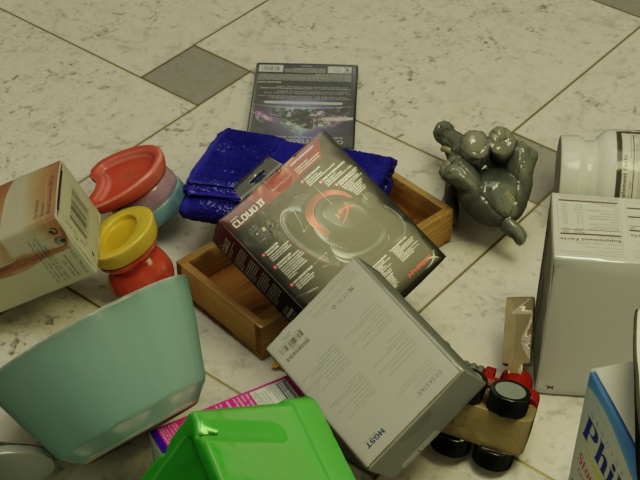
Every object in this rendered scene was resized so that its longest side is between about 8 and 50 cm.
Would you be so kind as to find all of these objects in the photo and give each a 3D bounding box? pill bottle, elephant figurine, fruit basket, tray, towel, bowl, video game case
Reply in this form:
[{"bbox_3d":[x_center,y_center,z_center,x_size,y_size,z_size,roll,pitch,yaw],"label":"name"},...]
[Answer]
[{"bbox_3d":[0.529,-0.100,2.273,0.278,0.162,0.162,4,40,6],"label":"pill bottle"},{"bbox_3d":[0.261,-0.102,2.296,0.169,0.239,0.186,26,82,-9],"label":"elephant figurine"},{"bbox_3d":[-0.049,0.397,1.597,0.392,0.392,0.283,-14,43,-16],"label":"fruit basket"},{"bbox_3d":[-0.004,0.017,2.202,0.411,0.076,0.202,-30,48,-32],"label":"tray"},{"bbox_3d":[-0.049,-0.095,2.220,0.308,0.076,0.228,11,42,13],"label":"towel"},{"bbox_3d":[-0.280,0.191,1.861,0.311,0.311,0.163,-26,84,-27],"label":"bowl"},{"bbox_3d":[-0.032,-0.242,2.547,0.196,0.026,0.274,2,41,2],"label":"video game case"}]

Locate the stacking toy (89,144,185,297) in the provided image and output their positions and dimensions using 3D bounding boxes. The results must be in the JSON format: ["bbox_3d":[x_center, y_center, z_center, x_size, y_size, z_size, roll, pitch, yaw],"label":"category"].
[{"bbox_3d":[-0.347,0.001,2.235,0.279,0.130,0.309,-20,34,18],"label":"stacking toy"}]

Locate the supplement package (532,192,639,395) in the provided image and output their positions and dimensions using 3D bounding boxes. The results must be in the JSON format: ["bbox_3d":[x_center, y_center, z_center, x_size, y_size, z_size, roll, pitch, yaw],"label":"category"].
[{"bbox_3d":[0.417,0.084,1.974,0.204,0.262,0.145,4,40,4],"label":"supplement package"}]

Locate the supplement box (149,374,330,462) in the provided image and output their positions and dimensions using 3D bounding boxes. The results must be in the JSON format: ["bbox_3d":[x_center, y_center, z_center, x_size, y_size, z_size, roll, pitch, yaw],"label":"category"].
[{"bbox_3d":[-0.105,0.286,1.852,0.220,0.111,0.114,-19,44,-22],"label":"supplement box"}]

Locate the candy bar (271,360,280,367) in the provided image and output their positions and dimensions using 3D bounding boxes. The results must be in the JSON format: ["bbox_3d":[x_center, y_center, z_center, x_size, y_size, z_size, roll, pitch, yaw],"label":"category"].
[{"bbox_3d":[0.006,0.193,2.034,0.161,0.018,0.040,16,46,18],"label":"candy bar"}]

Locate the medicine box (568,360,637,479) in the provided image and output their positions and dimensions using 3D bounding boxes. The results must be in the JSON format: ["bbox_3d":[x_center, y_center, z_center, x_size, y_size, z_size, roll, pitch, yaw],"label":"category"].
[{"bbox_3d":[0.417,0.329,1.661,0.149,0.289,0.263,-8,41,-10],"label":"medicine box"}]

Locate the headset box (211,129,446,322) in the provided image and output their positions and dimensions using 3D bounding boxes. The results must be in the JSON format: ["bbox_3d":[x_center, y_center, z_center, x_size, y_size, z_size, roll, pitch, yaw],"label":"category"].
[{"bbox_3d":[0.000,0.000,2.024,0.293,0.110,0.218,46,71,4],"label":"headset box"}]

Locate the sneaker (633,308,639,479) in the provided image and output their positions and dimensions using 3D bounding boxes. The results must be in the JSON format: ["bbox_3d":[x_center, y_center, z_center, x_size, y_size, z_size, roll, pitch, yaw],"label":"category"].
[{"bbox_3d":[0.436,0.185,1.521,0.178,0.124,0.296,-1,38,13],"label":"sneaker"}]

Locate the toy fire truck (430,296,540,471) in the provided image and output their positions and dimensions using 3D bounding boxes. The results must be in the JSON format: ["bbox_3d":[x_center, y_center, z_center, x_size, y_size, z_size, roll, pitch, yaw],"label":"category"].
[{"bbox_3d":[0.214,0.180,1.971,0.217,0.159,0.246,16,25,13],"label":"toy fire truck"}]

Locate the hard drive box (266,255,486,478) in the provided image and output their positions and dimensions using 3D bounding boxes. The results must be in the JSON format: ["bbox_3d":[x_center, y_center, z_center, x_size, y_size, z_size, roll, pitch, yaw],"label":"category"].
[{"bbox_3d":[0.071,0.167,1.834,0.181,0.089,0.232,-46,58,6],"label":"hard drive box"}]

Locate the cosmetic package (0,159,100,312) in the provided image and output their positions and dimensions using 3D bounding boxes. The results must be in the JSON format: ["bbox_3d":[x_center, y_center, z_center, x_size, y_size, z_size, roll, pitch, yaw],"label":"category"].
[{"bbox_3d":[-0.490,0.016,2.078,0.296,0.129,0.153,-23,38,10],"label":"cosmetic package"}]

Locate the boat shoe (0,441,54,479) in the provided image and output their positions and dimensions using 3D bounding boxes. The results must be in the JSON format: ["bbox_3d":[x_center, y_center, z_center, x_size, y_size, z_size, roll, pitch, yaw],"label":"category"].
[{"bbox_3d":[-0.469,0.292,1.871,0.219,0.078,0.070,-4,41,-3],"label":"boat shoe"}]
